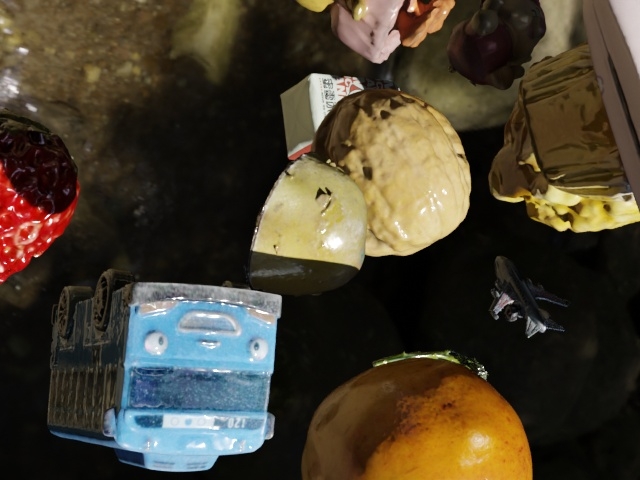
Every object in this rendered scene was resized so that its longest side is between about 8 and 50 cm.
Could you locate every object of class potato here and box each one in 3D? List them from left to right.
[{"bbox_3d":[0.000,0.000,1.218,0.182,0.117,0.202,-45,153,-57],"label":"potato"}]

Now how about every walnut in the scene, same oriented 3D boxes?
[{"bbox_3d":[0.098,-0.102,1.448,0.257,0.224,0.256,2,80,-9],"label":"walnut"}]

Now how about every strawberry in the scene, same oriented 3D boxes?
[{"bbox_3d":[-0.554,-0.042,1.610,0.295,0.318,0.344,11,101,-52],"label":"strawberry"}]

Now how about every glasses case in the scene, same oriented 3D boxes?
[{"bbox_3d":[0.285,-0.084,0.744,0.113,0.075,0.296,-14,85,-21],"label":"glasses case"}]

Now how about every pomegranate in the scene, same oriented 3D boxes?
[{"bbox_3d":[0.096,0.261,1.084,0.264,0.264,0.264,-21,120,-39],"label":"pomegranate"}]

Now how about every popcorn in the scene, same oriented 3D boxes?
[{"bbox_3d":[0.523,-0.190,1.844,0.354,0.390,0.344,36,54,-56],"label":"popcorn"}]

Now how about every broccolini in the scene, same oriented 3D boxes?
[{"bbox_3d":[0.171,0.192,1.522,0.194,0.052,0.054,9,142,-12],"label":"broccolini"}]

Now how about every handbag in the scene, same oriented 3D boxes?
[{"bbox_3d":[0.070,-0.268,2.211,0.298,0.151,0.171,0,77,-34],"label":"handbag"}]

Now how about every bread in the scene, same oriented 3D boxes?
[{"bbox_3d":[0.319,-0.124,0.952,0.288,0.119,0.152,-13,91,-44],"label":"bread"}]

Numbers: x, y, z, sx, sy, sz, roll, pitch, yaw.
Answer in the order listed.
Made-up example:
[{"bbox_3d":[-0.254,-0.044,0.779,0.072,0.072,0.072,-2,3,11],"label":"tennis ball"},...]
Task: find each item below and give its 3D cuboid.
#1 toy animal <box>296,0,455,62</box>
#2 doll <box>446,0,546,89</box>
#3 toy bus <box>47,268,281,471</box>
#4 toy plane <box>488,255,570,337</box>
[{"bbox_3d":[0.052,-0.391,1.494,0.169,0.281,0.195,-48,179,37],"label":"toy animal"},{"bbox_3d":[0.369,-0.417,1.971,0.256,0.152,0.196,-42,151,-43],"label":"doll"},{"bbox_3d":[-0.123,0.095,0.718,0.116,0.234,0.133,8,79,-26],"label":"toy bus"},{"bbox_3d":[0.164,0.046,0.804,0.079,0.083,0.031,-4,132,-28],"label":"toy plane"}]
